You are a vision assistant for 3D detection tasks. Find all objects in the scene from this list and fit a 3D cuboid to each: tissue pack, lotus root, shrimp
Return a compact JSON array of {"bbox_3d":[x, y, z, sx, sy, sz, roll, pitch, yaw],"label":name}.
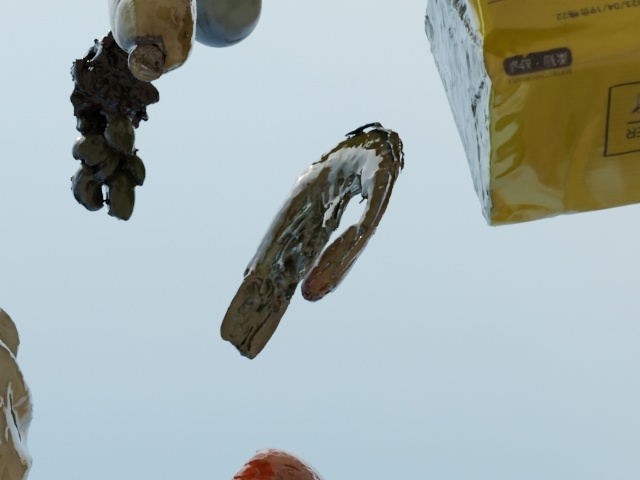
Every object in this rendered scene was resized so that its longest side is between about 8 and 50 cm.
[{"bbox_3d":[0.300,-0.196,1.146,0.228,0.382,0.293,80,180,-46],"label":"tissue pack"},{"bbox_3d":[-0.123,-0.172,0.962,0.072,0.063,0.152,41,-152,-40],"label":"lotus root"},{"bbox_3d":[0.001,0.001,1.196,0.058,0.173,0.253,34,-101,-27],"label":"shrimp"}]

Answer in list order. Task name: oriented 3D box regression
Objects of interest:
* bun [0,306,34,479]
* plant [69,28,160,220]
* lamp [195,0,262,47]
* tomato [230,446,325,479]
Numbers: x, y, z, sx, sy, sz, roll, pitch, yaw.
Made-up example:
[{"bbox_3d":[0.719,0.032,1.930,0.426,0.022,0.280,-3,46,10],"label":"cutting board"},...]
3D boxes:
[{"bbox_3d":[-0.394,0.140,1.241,0.365,0.219,0.365,164,90,-79],"label":"bun"},{"bbox_3d":[-0.178,-0.100,1.090,0.087,0.085,0.174,51,-141,-67],"label":"plant"},{"bbox_3d":[-0.117,-0.272,1.473,0.105,0.105,0.105,36,-143,-34],"label":"lamp"},{"bbox_3d":[-0.041,0.310,1.165,0.237,0.095,0.236,12,-90,-73],"label":"tomato"}]
